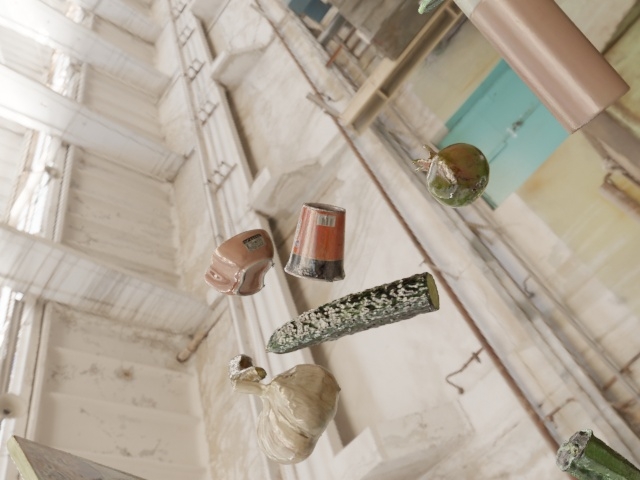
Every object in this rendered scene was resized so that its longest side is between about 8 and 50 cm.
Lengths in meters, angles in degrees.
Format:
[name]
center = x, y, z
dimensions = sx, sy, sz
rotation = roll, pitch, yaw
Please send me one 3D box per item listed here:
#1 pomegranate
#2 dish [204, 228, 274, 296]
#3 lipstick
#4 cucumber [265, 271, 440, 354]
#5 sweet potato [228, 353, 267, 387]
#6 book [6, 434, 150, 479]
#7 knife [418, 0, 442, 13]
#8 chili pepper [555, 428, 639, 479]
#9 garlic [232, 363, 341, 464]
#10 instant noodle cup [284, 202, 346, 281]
[pomegranate]
center = 0.357, -0.192, 1.567
dimensions = 0.181, 0.182, 0.224
rotation = 17, -166, -49
[dish]
center = -0.197, 0.076, 1.509
dimensions = 0.090, 0.213, 0.213
rotation = 47, -160, 29
[lipstick]
center = 0.203, -0.228, 0.577
dimensions = 0.254, 0.070, 0.070
rotation = 52, -159, 6
[cucumber]
center = 0.039, 0.119, 0.876
dimensions = 0.068, 0.293, 0.067
rotation = 70, -163, 0
[sweet potato]
center = -0.187, 0.325, 1.374
dimensions = 0.062, 0.081, 0.233
rotation = 40, 167, -12
[book]
center = -0.233, 0.336, 0.707
dimensions = 0.207, 0.020, 0.295
rotation = 13, 158, 48
[knife]
center = 0.254, -0.445, 0.932
dimensions = 0.015, 0.212, 0.054
rotation = 56, 173, 7
[chili pepper]
center = 0.500, 0.385, 0.901
dimensions = 0.226, 0.088, 0.059
rotation = 28, -144, 0
[garlic]
center = -0.082, 0.335, 1.170
dimensions = 0.212, 0.219, 0.218
rotation = 33, -160, -7
[instant noodle cup]
center = -0.002, 0.000, 1.099
dimensions = 0.127, 0.136, 0.127
rotation = 8, -169, -2
